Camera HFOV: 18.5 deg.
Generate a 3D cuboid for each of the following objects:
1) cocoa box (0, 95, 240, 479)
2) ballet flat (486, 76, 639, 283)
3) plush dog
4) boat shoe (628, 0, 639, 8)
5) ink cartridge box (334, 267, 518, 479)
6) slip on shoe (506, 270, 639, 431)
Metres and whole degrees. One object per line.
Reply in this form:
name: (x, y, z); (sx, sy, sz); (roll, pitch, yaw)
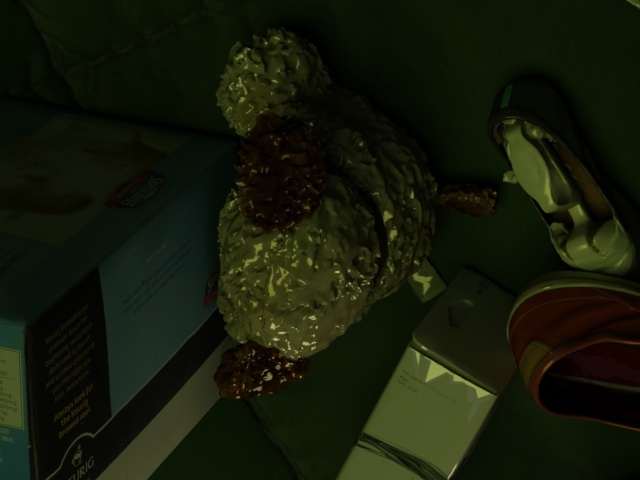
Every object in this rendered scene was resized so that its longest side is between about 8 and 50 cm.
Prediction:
cocoa box: (-0.230, 0.064, 1.499); (0.231, 0.347, 0.228); (11, 118, 19)
ballet flat: (0.183, -0.024, 1.439); (0.074, 0.074, 0.203); (-25, 103, 32)
plush dog: (0.000, 0.000, 1.438); (0.211, 0.225, 0.262); (12, 119, 19)
boat shoe: (0.223, -0.204, 1.314); (0.277, 0.096, 0.098); (30, 123, 8)
ink cartridge box: (0.085, 0.136, 1.520); (0.082, 0.139, 0.190); (32, 123, 8)
slip on shoe: (0.297, 0.100, 1.408); (0.331, 0.101, 0.123); (9, 128, 2)
